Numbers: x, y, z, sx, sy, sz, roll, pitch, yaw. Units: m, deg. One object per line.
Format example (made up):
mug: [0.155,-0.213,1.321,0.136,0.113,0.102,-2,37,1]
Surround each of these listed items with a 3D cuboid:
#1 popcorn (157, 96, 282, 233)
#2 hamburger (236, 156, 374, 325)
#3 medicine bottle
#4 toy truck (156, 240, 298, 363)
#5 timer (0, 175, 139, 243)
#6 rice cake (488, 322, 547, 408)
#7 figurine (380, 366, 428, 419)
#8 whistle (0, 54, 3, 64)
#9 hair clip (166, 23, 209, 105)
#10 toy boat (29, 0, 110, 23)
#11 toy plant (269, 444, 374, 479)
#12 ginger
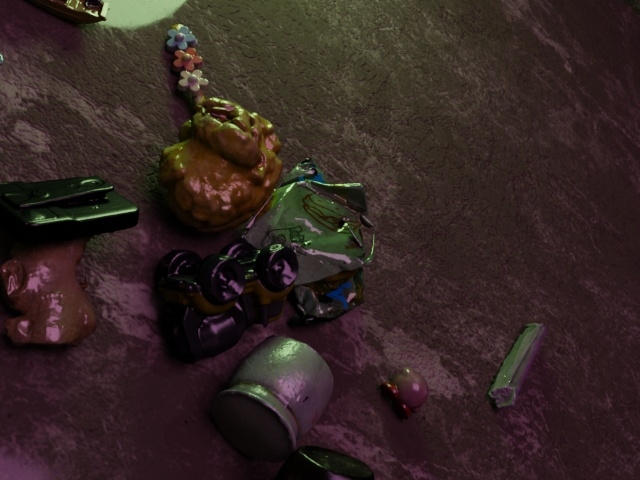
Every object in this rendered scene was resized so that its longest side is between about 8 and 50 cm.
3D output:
popcorn: [-0.153,-0.121,1.367,0.226,0.203,0.200,-4,62,-33]
hamburger: [0.008,0.000,1.478,0.276,0.150,0.260,53,44,-4]
medicine bottle: [-0.070,0.238,1.261,0.147,0.147,0.143,48,44,-9]
toy truck: [-0.140,0.091,1.306,0.224,0.147,0.165,-11,100,-42]
timer: [-0.367,-0.052,1.184,0.144,0.055,0.187,29,27,35]
rice cake: [0.421,0.258,1.769,0.049,0.055,0.270,55,40,-9]
figurine: [0.161,0.273,1.512,0.071,0.067,0.083,-35,108,-28]
whistle: [-0.581,-0.306,1.172,0.274,0.093,0.186,22,53,-28]
hair clip: [-0.238,-0.312,1.515,0.062,0.056,0.213,-14,74,-12]
toy boat: [-0.440,-0.419,1.375,0.201,0.077,0.057,26,49,-29]
toy plant: [-0.010,0.420,1.191,0.218,0.175,0.235,20,94,-23]
ginger: [-0.374,0.050,1.153,0.137,0.074,0.213,21,53,-45]
